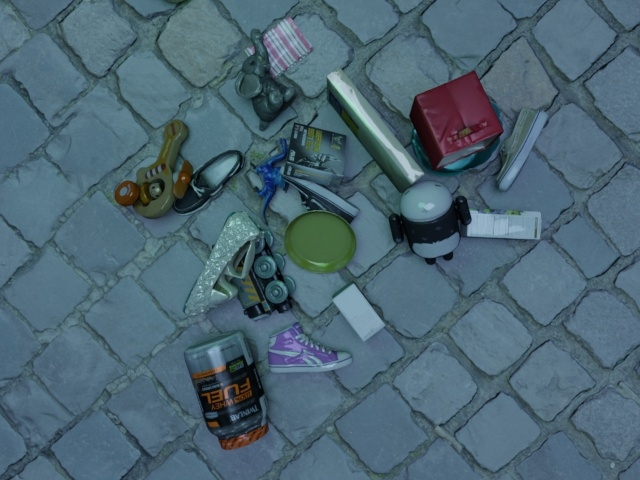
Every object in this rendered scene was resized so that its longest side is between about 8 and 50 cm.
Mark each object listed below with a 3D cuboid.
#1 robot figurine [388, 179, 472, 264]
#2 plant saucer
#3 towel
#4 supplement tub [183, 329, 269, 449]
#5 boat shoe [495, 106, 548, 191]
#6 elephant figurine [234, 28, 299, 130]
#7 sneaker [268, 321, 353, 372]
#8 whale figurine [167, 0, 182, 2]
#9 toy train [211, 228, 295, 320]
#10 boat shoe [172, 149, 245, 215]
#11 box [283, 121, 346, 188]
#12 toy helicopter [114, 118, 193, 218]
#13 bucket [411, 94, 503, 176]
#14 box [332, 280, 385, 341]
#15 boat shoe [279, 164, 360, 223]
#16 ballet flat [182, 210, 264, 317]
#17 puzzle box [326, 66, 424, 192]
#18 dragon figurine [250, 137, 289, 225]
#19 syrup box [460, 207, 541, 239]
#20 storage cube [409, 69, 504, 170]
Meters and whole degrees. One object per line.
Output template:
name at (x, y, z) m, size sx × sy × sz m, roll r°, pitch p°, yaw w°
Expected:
robot figurine at (0.350, -0.059, 1.715) m, size 0.209 × 0.174 × 0.278 m, roll -37°, pitch 127°, yaw -22°
plant saucer at (0.000, 0.000, 1.773) m, size 0.241 × 0.037 × 0.240 m, roll 3°, pitch 120°, yaw 5°
towel at (-0.141, -0.647, 1.825) m, size 0.197 × 0.029 × 0.144 m, roll -37°, pitch 88°, yaw 1°
supplement tub at (-0.295, 0.478, 1.738) m, size 0.207 × 0.207 × 0.337 m, roll -19°, pitch 90°, yaw 1°
boat shoe at (0.646, -0.303, 1.783) m, size 0.094 × 0.109 × 0.302 m, roll 27°, pitch 81°, yaw 16°
elephant figurine at (-0.200, -0.524, 1.765) m, size 0.239 × 0.169 × 0.186 m, roll 46°, pitch 77°, yaw -5°
sneaker at (-0.036, 0.351, 1.788) m, size 0.283 × 0.102 × 0.160 m, roll -2°, pitch 87°, yaw 1°
whale figurine at (-0.527, -0.922, 1.777) m, size 0.272 × 0.141 × 0.216 m, roll 44°, pitch 91°, yaw 1°
toy train at (-0.218, 0.102, 1.780) m, size 0.190 × 0.142 × 0.333 m, roll -24°, pitch 91°, yaw 13°
boat shoe at (-0.383, -0.199, 1.798) m, size 0.302 × 0.091 × 0.114 m, roll -44°, pitch 89°, yaw 1°
box at (-0.014, -0.276, 1.725) m, size 0.183 × 0.230 × 0.056 m, roll 13°, pitch 134°, yaw -6°
toy helicopter at (-0.502, -0.237, 1.763) m, size 0.235 × 0.140 × 0.354 m, roll 4°, pitch 72°, yaw 30°
bucket at (0.425, -0.342, 1.736) m, size 0.282 × 0.183 × 0.280 m, roll 0°, pitch 90°, yaw 2°
box at (0.123, 0.228, 1.768) m, size 0.091 × 0.130 × 0.170 m, roll -37°, pitch 90°, yaw 2°
boat shoe at (-0.017, -0.135, 1.763) m, size 0.301 × 0.108 × 0.102 m, roll 30°, pitch 100°, yaw -23°
ballet flat at (-0.297, 0.102, 1.663) m, size 0.147 × 0.147 × 0.408 m, roll 29°, pitch 110°, yaw 1°
puzzle box at (0.162, -0.336, 1.698) m, size 0.052 × 0.272 × 0.408 m, roll -38°, pitch 90°, yaw 1°
dragon figurine at (-0.151, -0.200, 1.796) m, size 0.144 × 0.085 × 0.288 m, roll -7°, pitch 88°, yaw 2°
syrup box at (0.591, -0.052, 1.777) m, size 0.237 × 0.093 × 0.096 m, roll 2°, pitch 90°, yaw 1°
storage cube at (0.382, -0.338, 1.543) m, size 0.184 × 0.215 × 0.193 m, roll -23°, pitch 83°, yaw 2°
